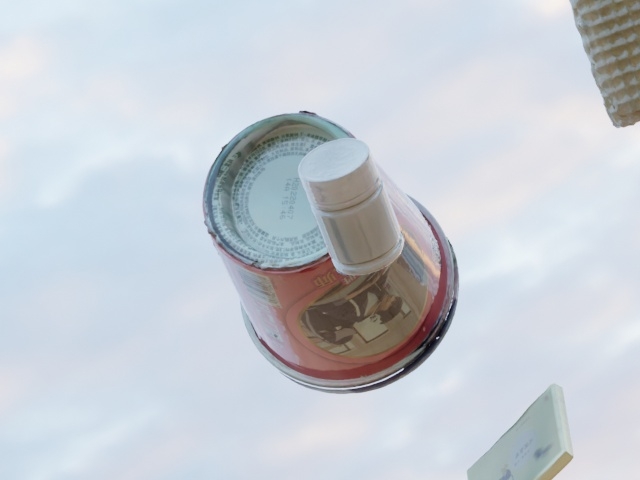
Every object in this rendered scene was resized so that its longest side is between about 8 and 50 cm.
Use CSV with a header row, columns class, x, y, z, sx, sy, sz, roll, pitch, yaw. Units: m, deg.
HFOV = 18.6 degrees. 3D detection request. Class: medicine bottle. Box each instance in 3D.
class,x,y,z,sx,sy,sz,roll,pitch,yaw
medicine bottle,0.023,-0.024,1.432,0.057,0.057,0.089,-26,-57,-6

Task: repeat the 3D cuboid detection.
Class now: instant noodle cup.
class,x,y,z,sx,sy,sz,roll,pitch,yaw
instant noodle cup,0.000,0.000,1.898,0.244,0.244,0.255,-29,-27,1

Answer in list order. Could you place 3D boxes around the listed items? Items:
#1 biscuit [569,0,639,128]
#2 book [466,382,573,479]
class,x,y,z,sx,sy,sz,roll,pitch,yaw
biscuit,0.386,-0.207,1.446,0.426,0.144,0.078,-19,0,31
book,0.148,0.167,1.467,0.014,0.077,0.111,27,-58,-21
